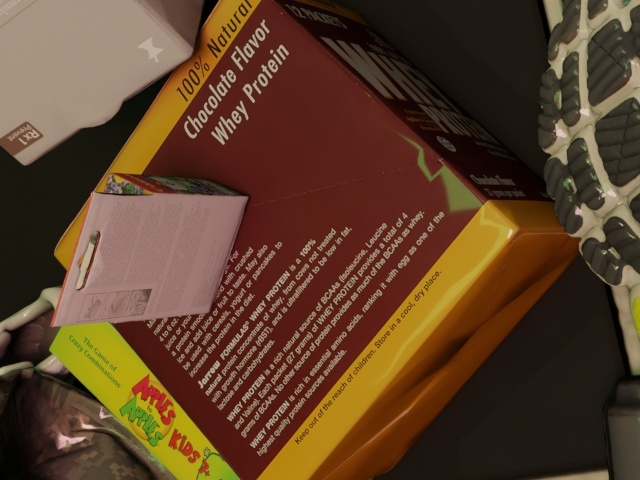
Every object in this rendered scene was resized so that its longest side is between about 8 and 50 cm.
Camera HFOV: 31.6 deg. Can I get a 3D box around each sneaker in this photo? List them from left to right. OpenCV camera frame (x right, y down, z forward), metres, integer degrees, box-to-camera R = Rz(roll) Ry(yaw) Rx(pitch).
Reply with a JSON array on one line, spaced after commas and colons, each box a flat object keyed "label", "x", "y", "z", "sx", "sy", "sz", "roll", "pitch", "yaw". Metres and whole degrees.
[{"label": "sneaker", "x": -0.202, "y": 0.089, "z": 0.749, "sx": 0.071, "sy": 0.083, "sz": 0.191, "roll": 47, "pitch": 113, "yaw": 20}, {"label": "sneaker", "x": 0.187, "y": -0.004, "z": 0.512, "sx": 0.107, "sy": 0.110, "sz": 0.275, "roll": -29, "pitch": 80, "yaw": 54}]

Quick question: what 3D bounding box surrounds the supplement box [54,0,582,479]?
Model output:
[{"label": "supplement box", "x": 0.000, "y": 0.000, "z": 0.603, "sx": 0.194, "sy": 0.129, "sz": 0.191, "roll": 45, "pitch": 111, "yaw": 21}]

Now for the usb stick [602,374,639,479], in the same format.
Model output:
[{"label": "usb stick", "x": 0.185, "y": 0.204, "z": 0.546, "sx": 0.077, "sy": 0.045, "sz": 0.278, "roll": -7, "pitch": 86, "yaw": 31}]

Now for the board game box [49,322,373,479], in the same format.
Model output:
[{"label": "board game box", "x": -0.064, "y": 0.100, "z": 0.662, "sx": 0.181, "sy": 0.092, "sz": 0.043, "roll": 39, "pitch": 107, "yaw": 24}]

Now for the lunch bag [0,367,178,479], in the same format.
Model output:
[{"label": "lunch bag", "x": -0.162, "y": 0.250, "z": 0.672, "sx": 0.287, "sy": 0.169, "sz": 0.235, "roll": 43, "pitch": 117, "yaw": 24}]

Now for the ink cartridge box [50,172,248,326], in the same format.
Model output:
[{"label": "ink cartridge box", "x": -0.082, "y": 0.003, "z": 0.508, "sx": 0.029, "sy": 0.115, "sz": 0.063, "roll": 25, "pitch": 102, "yaw": 27}]

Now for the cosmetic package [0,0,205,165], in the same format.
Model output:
[{"label": "cosmetic package", "x": -0.128, "y": -0.167, "z": 0.624, "sx": 0.127, "sy": 0.107, "sz": 0.238, "roll": -29, "pitch": 32, "yaw": 25}]
